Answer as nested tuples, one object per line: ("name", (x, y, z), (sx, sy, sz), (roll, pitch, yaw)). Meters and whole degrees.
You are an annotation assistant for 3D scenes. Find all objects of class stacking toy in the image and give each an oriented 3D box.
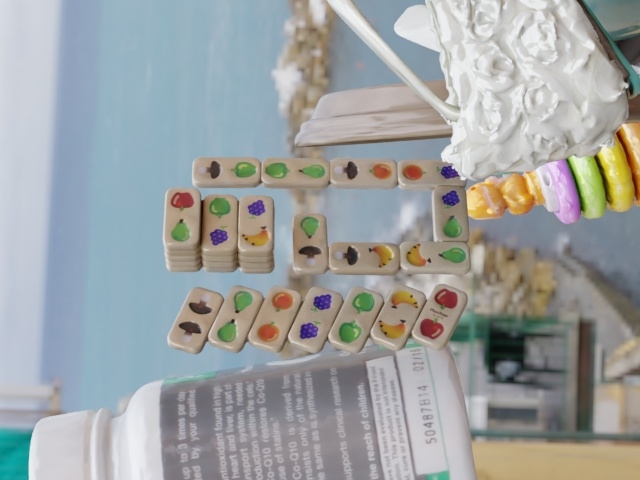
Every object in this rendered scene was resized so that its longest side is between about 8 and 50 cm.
("stacking toy", (0.308, -0.083, 1.751), (0.175, 0.302, 0.165), (-112, 2, -63))

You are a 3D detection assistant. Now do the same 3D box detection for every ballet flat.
("ballet flat", (0.035, -0.213, 0.860), (0.409, 0.147, 0.147), (61, 165, 4))

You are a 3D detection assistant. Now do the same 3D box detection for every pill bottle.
("pill bottle", (-0.051, 0.207, 1.279), (0.204, 0.361, 0.204), (-9, -90, -89))

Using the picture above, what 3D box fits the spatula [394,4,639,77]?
("spatula", (0.206, -0.212, 1.362), (0.168, 0.242, 0.019), (-54, -27, -33))

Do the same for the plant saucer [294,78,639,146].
("plant saucer", (0.117, -0.098, 1.123), (0.278, 0.278, 0.041), (-173, 79, -79))

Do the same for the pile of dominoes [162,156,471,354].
("pile of dominoes", (0.000, 0.000, 1.209), (0.040, 0.251, 0.196), (92, 177, -53))

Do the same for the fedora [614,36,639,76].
("fedora", (0.275, -0.249, 1.648), (0.124, 0.244, 0.275), (92, 164, -74))

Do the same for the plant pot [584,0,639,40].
("plant pot", (0.249, -0.307, 1.233), (0.235, 0.293, 0.293), (114, 157, -52))
